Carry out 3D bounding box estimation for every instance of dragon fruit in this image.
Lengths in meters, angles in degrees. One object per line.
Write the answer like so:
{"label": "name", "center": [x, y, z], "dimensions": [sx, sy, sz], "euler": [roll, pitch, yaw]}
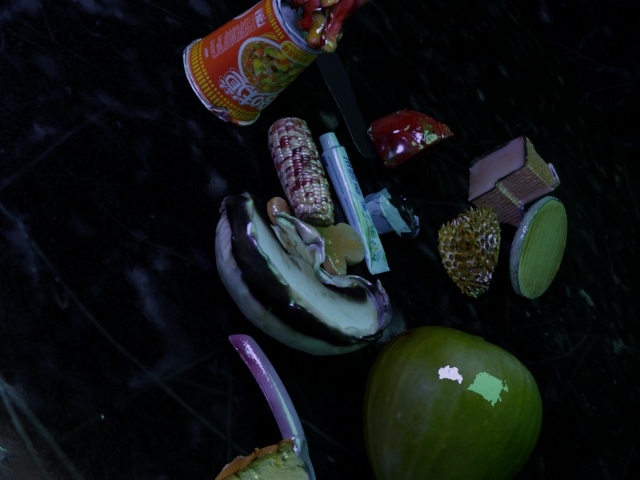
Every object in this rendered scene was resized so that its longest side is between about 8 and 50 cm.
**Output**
{"label": "dragon fruit", "center": [0.009, -0.406, 1.562], "dimensions": [0.150, 0.133, 0.207], "euler": [8, 72, -19]}
{"label": "dragon fruit", "center": [0.193, -0.236, 2.032], "dimensions": [0.120, 0.161, 0.127], "euler": [63, 14, 2]}

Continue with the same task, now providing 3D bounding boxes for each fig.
{"label": "fig", "center": [0.195, 0.299, 1.508], "dimensions": [0.316, 0.316, 0.316], "euler": [33, 40, -34]}

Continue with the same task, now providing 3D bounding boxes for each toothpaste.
{"label": "toothpaste", "center": [0.064, -0.073, 1.831], "dimensions": [0.075, 0.048, 0.296], "euler": [-6, 73, -58]}

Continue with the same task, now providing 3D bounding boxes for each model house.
{"label": "model house", "center": [0.490, -0.138, 2.324], "dimensions": [0.172, 0.183, 0.166], "euler": [40, 38, -23]}

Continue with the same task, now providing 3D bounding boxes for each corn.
{"label": "corn", "center": [-0.035, -0.120, 1.665], "dimensions": [0.086, 0.086, 0.253], "euler": [25, 35, -41]}

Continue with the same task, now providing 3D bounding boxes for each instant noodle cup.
{"label": "instant noodle cup", "center": [-0.104, -0.333, 1.655], "dimensions": [0.193, 0.212, 0.193], "euler": [33, 41, -34]}

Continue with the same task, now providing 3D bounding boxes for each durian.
{"label": "durian", "center": [0.343, 0.011, 2.089], "dimensions": [0.139, 0.145, 0.252], "euler": [56, 19, -48]}

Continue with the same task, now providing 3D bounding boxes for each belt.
{"label": "belt", "center": [0.141, -0.046, 1.898], "dimensions": [0.140, 0.058, 0.105], "euler": [35, 45, -38]}

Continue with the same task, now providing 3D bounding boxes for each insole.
{"label": "insole", "center": [0.050, -0.319, 2.043], "dimensions": [0.109, 0.007, 0.322], "euler": [-4, 68, -53]}

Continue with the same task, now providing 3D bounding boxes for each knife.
{"label": "knife", "center": [-0.060, 0.258, 1.379], "dimensions": [0.123, 0.053, 0.277], "euler": [44, 21, -73]}

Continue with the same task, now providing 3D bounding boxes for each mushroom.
{"label": "mushroom", "center": [-0.041, 0.067, 1.508], "dimensions": [0.344, 0.130, 0.247], "euler": [31, 31, -38]}

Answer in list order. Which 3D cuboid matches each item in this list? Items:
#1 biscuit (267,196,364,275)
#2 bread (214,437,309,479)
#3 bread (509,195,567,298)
{"label": "biscuit", "center": [0.000, 0.000, 1.693], "dimensions": [0.234, 0.030, 0.153], "euler": [7, 59, -51]}
{"label": "bread", "center": [-0.075, 0.329, 1.258], "dimensions": [0.084, 0.109, 0.080], "euler": [59, 29, -8]}
{"label": "bread", "center": [0.526, 0.016, 2.260], "dimensions": [0.267, 0.041, 0.266], "euler": [-25, 124, -46]}
